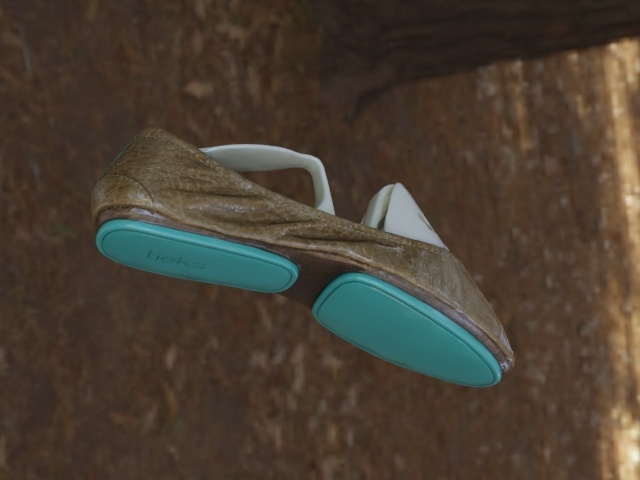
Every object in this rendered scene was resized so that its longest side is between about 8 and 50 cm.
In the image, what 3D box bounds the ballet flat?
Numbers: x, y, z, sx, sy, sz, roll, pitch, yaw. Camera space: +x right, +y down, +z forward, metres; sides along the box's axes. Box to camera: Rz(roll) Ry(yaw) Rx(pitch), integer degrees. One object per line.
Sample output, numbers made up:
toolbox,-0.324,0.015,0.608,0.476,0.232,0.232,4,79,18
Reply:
ballet flat,0.000,0.000,1.015,0.116,0.342,0.124,131,-24,-59
